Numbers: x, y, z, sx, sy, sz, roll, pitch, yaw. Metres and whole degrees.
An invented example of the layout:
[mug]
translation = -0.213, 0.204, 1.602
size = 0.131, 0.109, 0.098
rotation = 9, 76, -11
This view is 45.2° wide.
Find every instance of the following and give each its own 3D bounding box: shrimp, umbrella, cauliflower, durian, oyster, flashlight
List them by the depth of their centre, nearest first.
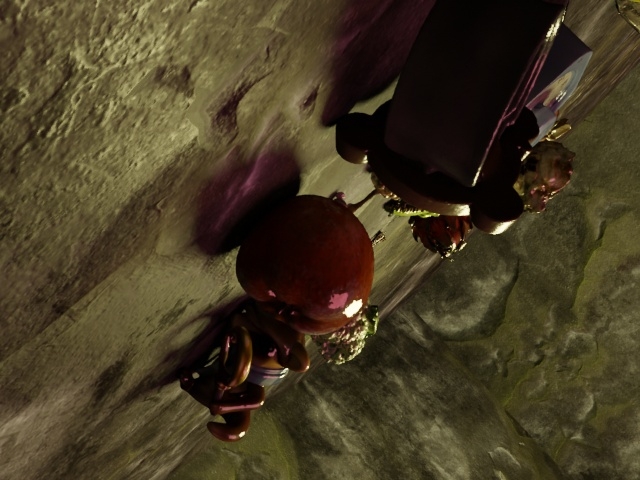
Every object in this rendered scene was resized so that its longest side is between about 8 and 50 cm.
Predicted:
[flashlight]
translation = 0.013, -0.051, 1.546
size = 0.110, 0.052, 0.031
rotation = -38, -156, 7
[oyster]
translation = 0.491, -0.204, 1.932
size = 0.198, 0.337, 0.133
rotation = -41, 124, 0
[cauliflower]
translation = 0.010, 0.197, 2.026
size = 0.315, 0.256, 0.239
rotation = -14, -170, 35
[durian]
translation = 0.313, -0.128, 2.042
size = 0.375, 0.107, 0.132
rotation = -29, 168, -33
[umbrella]
translation = 0.155, 0.001, 2.169
size = 0.083, 0.031, 0.020
rotation = -42, -160, 6
[shrimp]
translation = 0.679, -0.312, 2.548
size = 0.317, 0.077, 0.168
rotation = -35, 172, 26

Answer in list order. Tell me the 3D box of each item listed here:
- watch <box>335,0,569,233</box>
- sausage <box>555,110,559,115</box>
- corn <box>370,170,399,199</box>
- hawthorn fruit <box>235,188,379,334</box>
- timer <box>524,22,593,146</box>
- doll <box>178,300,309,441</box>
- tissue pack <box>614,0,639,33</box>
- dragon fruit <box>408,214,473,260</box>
[watch]
translation = 0.225, -0.234, 1.146
size = 0.335, 0.314, 0.327
rotation = -51, 165, -40
[sausage]
translation = 0.679, -0.375, 2.445
size = 0.348, 0.053, 0.053
rotation = -30, 162, -45
[corn]
translation = 0.188, -0.175, 1.566
size = 0.211, 0.087, 0.087
rotation = -49, 166, 13
[hawthorn fruit]
translation = -0.028, 0.027, 1.310
size = 0.231, 0.263, 0.235
rotation = -9, 166, 18
[timer]
translation = 0.412, -0.278, 1.688
size = 0.395, 0.173, 0.395
rotation = -41, 168, -10
[doll]
translation = -0.181, 0.280, 1.752
size = 0.340, 0.209, 0.318
rotation = -47, -161, 26
[tissue pack]
translation = 0.939, -0.637, 2.043
size = 0.198, 0.210, 0.370
rotation = -44, 170, 36
[dragon fruit]
translation = 0.345, -0.051, 2.203
size = 0.182, 0.188, 0.182
rotation = -50, 171, -11
